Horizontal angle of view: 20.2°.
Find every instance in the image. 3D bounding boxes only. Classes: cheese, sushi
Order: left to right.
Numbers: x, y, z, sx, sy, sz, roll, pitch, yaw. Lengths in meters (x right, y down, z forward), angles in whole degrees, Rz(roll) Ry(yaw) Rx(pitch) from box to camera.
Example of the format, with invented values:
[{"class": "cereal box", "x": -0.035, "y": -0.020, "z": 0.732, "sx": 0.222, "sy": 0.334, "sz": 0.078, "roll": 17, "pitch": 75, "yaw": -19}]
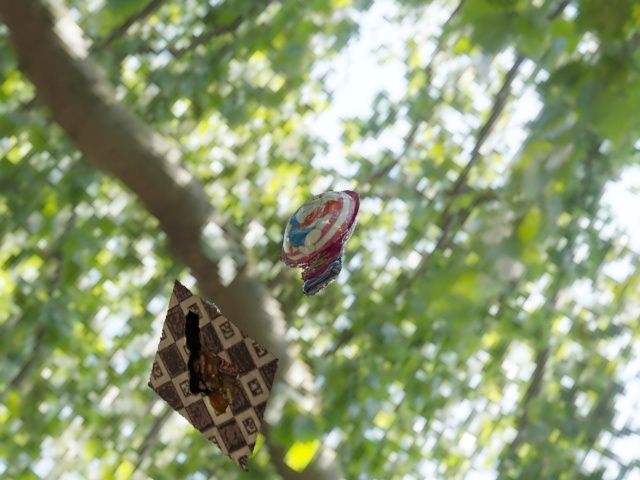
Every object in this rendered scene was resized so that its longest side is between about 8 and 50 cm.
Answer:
[{"class": "sushi", "x": -0.081, "y": 0.108, "z": 1.487, "sx": 0.126, "sy": 0.026, "sz": 0.120, "roll": 37, "pitch": -53, "yaw": 28}, {"class": "cheese", "x": 0.000, "y": 0.000, "z": 1.623, "sx": 0.095, "sy": 0.145, "sz": 0.038, "roll": -36, "pitch": -63, "yaw": 19}]
